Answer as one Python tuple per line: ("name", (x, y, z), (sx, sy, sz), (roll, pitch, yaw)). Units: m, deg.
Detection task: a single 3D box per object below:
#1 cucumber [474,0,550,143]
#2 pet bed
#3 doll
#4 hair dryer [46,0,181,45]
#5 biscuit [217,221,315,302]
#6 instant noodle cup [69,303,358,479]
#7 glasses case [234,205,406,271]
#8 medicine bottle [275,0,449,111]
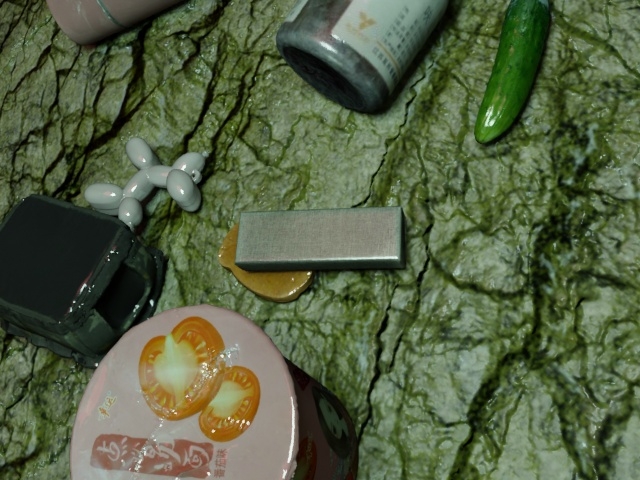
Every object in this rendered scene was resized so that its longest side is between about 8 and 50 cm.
("cucumber", (0.239, -0.228, 0.889), (0.056, 0.056, 0.250), (12, 77, 29))
("pet bed", (-0.330, 0.061, 0.986), (0.210, 0.159, 0.183), (14, 65, 24))
("doll", (-0.237, -0.081, 1.046), (0.160, 0.059, 0.161), (28, 71, 30))
("hair dryer", (-0.358, -0.521, 1.202), (0.210, 0.125, 0.353), (-19, 84, 16))
("biscuit", (-0.060, 0.015, 0.946), (0.118, 0.023, 0.140), (-47, 59, -6))
("instant noodle cup", (-0.085, 0.211, 0.755), (0.242, 0.231, 0.243), (-9, 66, 22))
("glasses case", (0.000, 0.000, 0.892), (0.204, 0.047, 0.071), (-2, 69, 15))
("medicine bottle", (0.079, -0.315, 0.937), (0.165, 0.165, 0.273), (32, 84, 32))
